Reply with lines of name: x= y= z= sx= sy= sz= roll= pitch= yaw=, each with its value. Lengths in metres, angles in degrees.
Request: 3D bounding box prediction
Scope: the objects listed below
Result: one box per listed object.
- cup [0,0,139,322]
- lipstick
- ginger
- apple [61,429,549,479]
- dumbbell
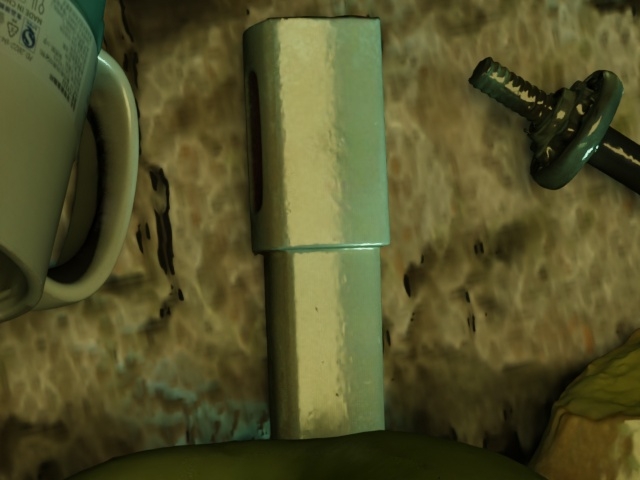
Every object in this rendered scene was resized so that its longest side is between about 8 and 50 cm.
cup: x=-0.206 y=-0.077 z=1.016 sx=0.289 sy=0.219 sz=0.258 roll=36 pitch=54 yaw=-42
lipstick: x=0.000 y=0.000 z=1.129 sx=0.077 sy=0.079 sz=0.253 roll=-3 pitch=89 yaw=-14
ginger: x=0.221 y=0.161 z=1.149 sx=0.275 sy=0.130 sz=0.221 roll=-14 pitch=101 yaw=-14
apple: x=-0.020 y=0.316 z=0.931 sx=0.473 sy=0.473 sz=0.474 roll=1 pitch=87 yaw=-13
dumbbell: x=0.201 y=-0.038 z=1.174 sx=0.254 sy=0.081 sz=0.082 roll=30 pitch=81 yaw=-10
